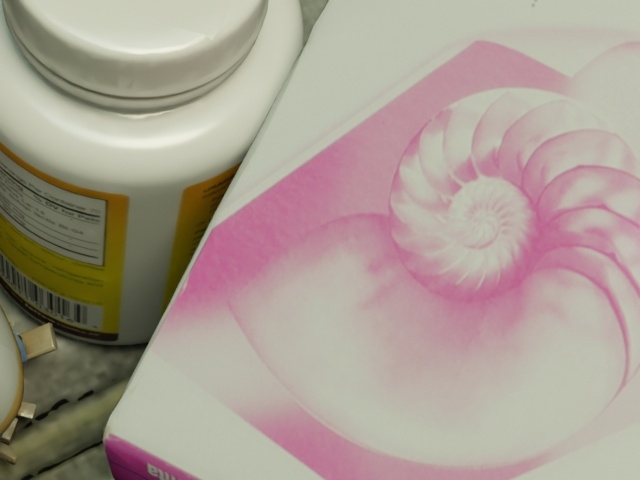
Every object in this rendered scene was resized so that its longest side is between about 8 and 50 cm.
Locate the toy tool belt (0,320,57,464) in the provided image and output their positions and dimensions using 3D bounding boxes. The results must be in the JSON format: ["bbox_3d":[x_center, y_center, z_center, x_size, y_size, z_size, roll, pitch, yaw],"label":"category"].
[{"bbox_3d":[-0.134,0.066,0.621,0.051,0.052,0.083,10,66,5],"label":"toy tool belt"}]

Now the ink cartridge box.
[{"bbox_3d":[0.110,0.064,0.487,0.324,0.071,0.330,24,82,16],"label":"ink cartridge box"}]

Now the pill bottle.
[{"bbox_3d":[-0.070,-0.049,0.590,0.117,0.215,0.117,3,66,-8],"label":"pill bottle"}]

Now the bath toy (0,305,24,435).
[{"bbox_3d":[-0.209,-0.009,0.566,0.151,0.129,0.348,-17,60,-29],"label":"bath toy"}]
